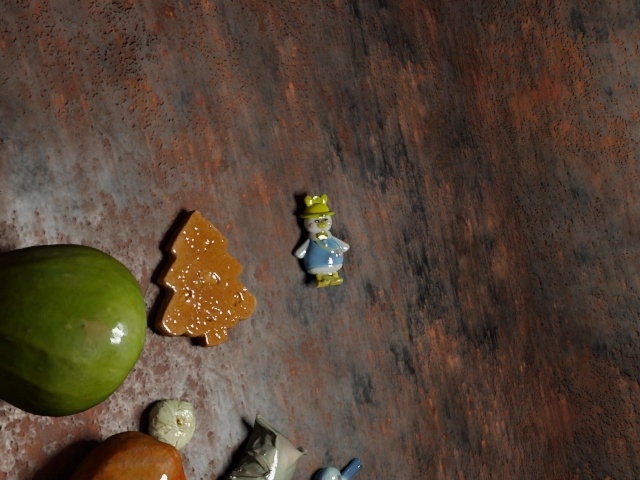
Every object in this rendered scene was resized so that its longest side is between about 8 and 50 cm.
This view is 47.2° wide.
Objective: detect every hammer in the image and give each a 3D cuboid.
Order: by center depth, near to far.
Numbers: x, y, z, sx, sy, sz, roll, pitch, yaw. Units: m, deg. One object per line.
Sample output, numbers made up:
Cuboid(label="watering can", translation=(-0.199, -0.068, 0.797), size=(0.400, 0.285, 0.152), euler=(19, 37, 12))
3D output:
Cuboid(label="hammer", translation=(0.058, 0.617, 1.900), size=(0.194, 0.069, 0.116), euler=(-24, 101, -57))

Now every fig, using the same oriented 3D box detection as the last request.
Cuboid(label="fig", translation=(-0.463, 0.139, 1.221), size=(0.316, 0.316, 0.316), euler=(12, 74, -47))

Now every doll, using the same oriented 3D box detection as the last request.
Cuboid(label="doll", translation=(0.000, 0.000, 1.917), size=(0.099, 0.135, 0.241), euler=(-12, 94, -77))

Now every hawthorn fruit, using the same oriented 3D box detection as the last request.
Cuboid(label="hawthorn fruit", translation=(-0.368, 0.473, 1.318), size=(0.262, 0.210, 0.211), euler=(-37, 111, -52))

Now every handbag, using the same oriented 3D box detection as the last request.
Cuboid(label="handbag", translation=(-0.138, 0.537, 1.650), size=(0.182, 0.117, 0.270), euler=(48, 51, -22))

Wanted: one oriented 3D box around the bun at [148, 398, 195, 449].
Cuboid(label="bun", translation=(-0.302, 0.383, 1.520), size=(0.115, 0.069, 0.115), euler=(9, 77, -49))

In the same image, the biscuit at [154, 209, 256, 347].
Cuboid(label="biscuit", translation=(-0.264, 0.085, 1.638), size=(0.283, 0.043, 0.307), euler=(-5, 85, -48))
